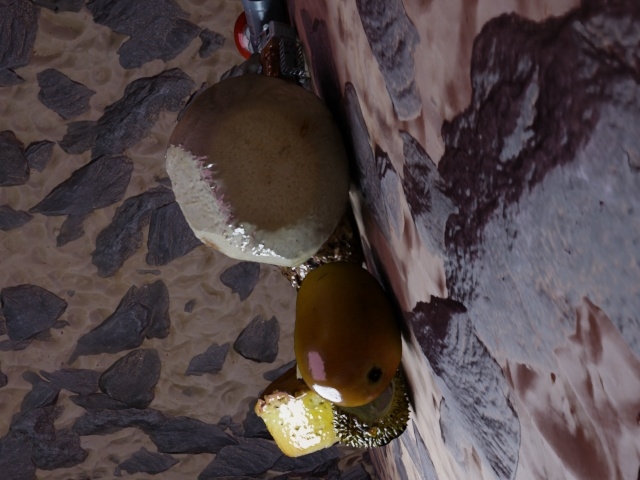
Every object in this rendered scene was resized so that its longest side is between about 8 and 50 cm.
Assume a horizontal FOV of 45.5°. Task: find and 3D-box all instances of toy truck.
[{"bbox_3d":[-0.088,-0.418,1.716,0.115,0.080,0.177,-45,44,49],"label":"toy truck"}]

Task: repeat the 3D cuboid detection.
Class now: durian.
[{"bbox_3d":[0.118,0.362,1.589,0.137,0.193,0.237,50,-166,-15],"label":"durian"}]

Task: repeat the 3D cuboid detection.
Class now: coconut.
[{"bbox_3d":[-0.118,-0.127,1.504,0.415,0.345,0.415,165,90,-83],"label":"coconut"}]

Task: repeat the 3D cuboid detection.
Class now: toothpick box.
[{"bbox_3d":[-0.128,-0.528,1.821,0.101,0.101,0.153,-110,6,-45],"label":"toothpick box"}]

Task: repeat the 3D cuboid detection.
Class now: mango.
[{"bbox_3d":[0.043,0.163,1.447,0.173,0.211,0.317,27,-150,-36],"label":"mango"}]

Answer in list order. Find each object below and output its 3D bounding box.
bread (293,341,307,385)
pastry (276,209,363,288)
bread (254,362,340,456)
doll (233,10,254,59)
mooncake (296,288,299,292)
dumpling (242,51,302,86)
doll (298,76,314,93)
[{"bbox_3d":[0.047,0.215,1.642,0.224,0.142,0.211,-21,45,52],"label":"bread"},{"bbox_3d":[0.000,0.000,1.756,0.275,0.193,0.274,36,135,46],"label":"pastry"},{"bbox_3d":[0.007,0.414,2.048,0.215,0.398,0.398,62,176,1],"label":"bread"},{"bbox_3d":[-0.191,-0.608,2.260,0.290,0.130,0.160,-100,-5,-70],"label":"doll"},{"bbox_3d":[0.018,0.168,2.278,0.284,0.156,0.284,165,90,-85],"label":"mooncake"},{"bbox_3d":[-0.120,-0.312,1.846,0.204,0.164,0.292,-87,-10,-45],"label":"dumpling"},{"bbox_3d":[-0.017,-0.248,1.727,0.114,0.057,0.227,119,139,-78],"label":"doll"}]
